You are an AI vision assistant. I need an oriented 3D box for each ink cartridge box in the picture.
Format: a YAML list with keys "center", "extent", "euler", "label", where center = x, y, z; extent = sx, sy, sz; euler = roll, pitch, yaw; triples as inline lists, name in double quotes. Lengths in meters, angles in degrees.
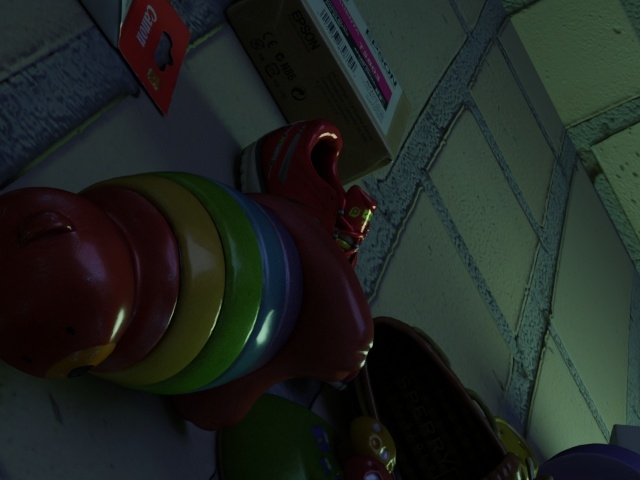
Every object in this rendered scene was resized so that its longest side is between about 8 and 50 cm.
- center: [0.004, -0.199, 1.745]
  extent: [0.234, 0.088, 0.193]
  euler: [59, 21, -16]
  label: "ink cartridge box"
- center: [-0.170, -0.248, 1.396]
  extent: [0.224, 0.056, 0.181]
  euler: [54, 22, -25]
  label: "ink cartridge box"

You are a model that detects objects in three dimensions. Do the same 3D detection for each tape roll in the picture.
- center: [0.305, 0.324, 1.736]
  extent: [0.189, 0.189, 0.080]
  euler: [67, 18, 7]
  label: "tape roll"

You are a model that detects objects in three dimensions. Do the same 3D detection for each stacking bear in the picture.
- center: [-0.120, 0.031, 1.032]
  extent: [0.289, 0.175, 0.164]
  euler: [9, 59, -59]
  label: "stacking bear"

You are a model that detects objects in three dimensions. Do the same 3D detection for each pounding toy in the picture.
- center: [0.026, 0.206, 1.257]
  extent: [0.237, 0.110, 0.183]
  euler: [47, 26, -42]
  label: "pounding toy"

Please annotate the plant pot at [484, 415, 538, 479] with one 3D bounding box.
- center: [0.159, 0.231, 1.552]
  extent: [0.134, 0.095, 0.134]
  euler: [41, 20, -18]
  label: "plant pot"

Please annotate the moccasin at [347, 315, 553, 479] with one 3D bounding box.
- center: [0.137, 0.235, 1.395]
  extent: [0.147, 0.139, 0.380]
  euler: [69, -1, -67]
  label: "moccasin"

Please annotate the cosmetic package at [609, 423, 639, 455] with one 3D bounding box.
- center: [0.433, 0.416, 1.917]
  extent: [0.365, 0.155, 0.197]
  euler: [-82, 175, -56]
  label: "cosmetic package"

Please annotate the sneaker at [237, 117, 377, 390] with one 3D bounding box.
- center: [0.000, 0.000, 1.432]
  extent: [0.107, 0.118, 0.279]
  euler: [37, 33, -53]
  label: "sneaker"
